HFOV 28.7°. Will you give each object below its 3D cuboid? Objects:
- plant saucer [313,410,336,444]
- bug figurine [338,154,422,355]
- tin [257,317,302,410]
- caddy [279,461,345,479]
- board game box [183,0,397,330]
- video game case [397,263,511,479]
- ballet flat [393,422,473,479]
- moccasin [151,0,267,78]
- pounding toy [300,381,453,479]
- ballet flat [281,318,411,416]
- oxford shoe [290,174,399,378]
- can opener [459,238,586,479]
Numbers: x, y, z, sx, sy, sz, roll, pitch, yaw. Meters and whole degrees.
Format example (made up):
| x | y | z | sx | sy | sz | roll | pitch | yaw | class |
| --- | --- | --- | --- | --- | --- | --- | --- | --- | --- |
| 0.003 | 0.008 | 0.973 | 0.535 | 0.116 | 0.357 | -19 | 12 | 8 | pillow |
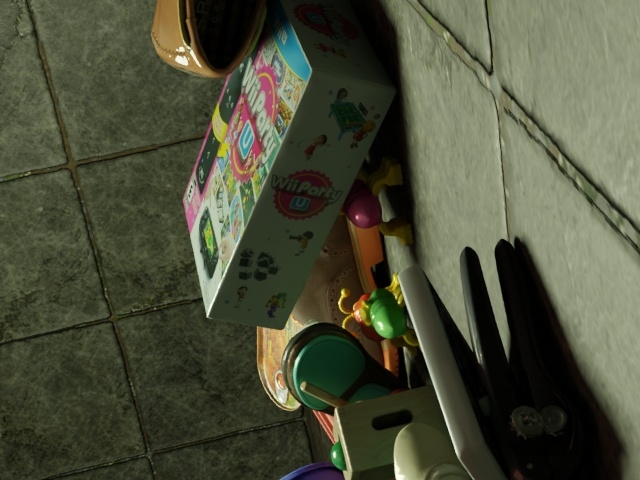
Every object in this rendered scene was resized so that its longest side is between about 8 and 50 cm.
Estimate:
| x | y | z | sx | sy | sz | roll | pitch | yaw | class |
| --- | --- | --- | --- | --- | --- | --- | --- | --- | --- |
| 0.040 | 0.267 | 1.752 | 0.259 | 0.047 | 0.258 | 57 | 172 | 5 | plant saucer |
| 0.051 | 0.006 | 1.329 | 0.216 | 0.072 | 0.279 | -127 | 25 | -76 | bug figurine |
| -0.039 | 0.130 | 1.630 | 0.106 | 0.040 | 0.190 | 29 | 124 | 49 | tin |
| -0.013 | 0.462 | 1.808 | 0.179 | 0.241 | 0.341 | 40 | 166 | 36 | caddy |
| -0.045 | -0.095 | 1.300 | 0.224 | 0.097 | 0.303 | -110 | 38 | -51 | board game box |
| 0.115 | 0.132 | 0.883 | 0.173 | 0.022 | 0.190 | 57 | -169 | -35 | video game case |
| 0.135 | 0.284 | 1.162 | 0.086 | 0.086 | 0.248 | 97 | 158 | -74 | ballet flat |
| -0.083 | -0.347 | 1.211 | 0.147 | 0.139 | 0.380 | 26 | 101 | 64 | moccasin |
| 0.058 | 0.200 | 1.339 | 0.130 | 0.141 | 0.100 | 92 | 165 | -68 | pounding toy |
| 0.016 | 0.150 | 1.406 | 0.096 | 0.095 | 0.280 | 44 | 179 | 39 | ballet flat |
| 0.015 | 0.080 | 1.538 | 0.130 | 0.132 | 0.364 | -117 | 15 | -67 | oxford shoe |
| 0.125 | 0.081 | 0.818 | 0.073 | 0.059 | 0.186 | 86 | 169 | -60 | can opener |
